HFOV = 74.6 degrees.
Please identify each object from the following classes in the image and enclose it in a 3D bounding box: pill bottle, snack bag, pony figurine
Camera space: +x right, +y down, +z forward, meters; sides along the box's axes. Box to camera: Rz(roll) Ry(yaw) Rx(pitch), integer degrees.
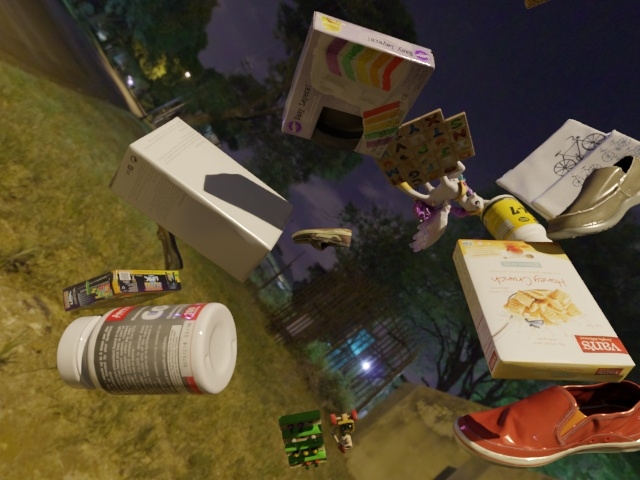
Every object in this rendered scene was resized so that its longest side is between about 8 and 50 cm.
[{"bbox_3d":[0.560,-0.027,1.200,0.209,0.119,0.119,-109,178,-47],"label":"pill bottle"},{"bbox_3d":[-0.314,0.201,0.775,0.161,0.283,0.161,-4,90,-80],"label":"pill bottle"},{"bbox_3d":[0.759,-0.210,1.263,0.037,0.323,0.343,39,13,-40],"label":"snack bag"},{"bbox_3d":[0.459,-0.163,1.650,0.363,0.303,0.351,41,-47,-19],"label":"pony figurine"}]

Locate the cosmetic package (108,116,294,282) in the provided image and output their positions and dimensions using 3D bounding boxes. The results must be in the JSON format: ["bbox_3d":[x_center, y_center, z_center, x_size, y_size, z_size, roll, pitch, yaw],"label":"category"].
[{"bbox_3d":[-0.275,-0.102,1.043,0.385,0.156,0.217,39,34,-10],"label":"cosmetic package"}]

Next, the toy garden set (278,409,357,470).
[{"bbox_3d":[0.003,0.550,1.141,0.049,0.203,0.244,-103,-175,-53],"label":"toy garden set"}]

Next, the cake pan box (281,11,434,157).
[{"bbox_3d":[0.063,-0.302,0.873,0.267,0.245,0.070,122,-22,-53],"label":"cake pan box"}]

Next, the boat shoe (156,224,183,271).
[{"bbox_3d":[-0.412,0.010,1.118,0.056,0.048,0.153,-168,-121,-81],"label":"boat shoe"}]

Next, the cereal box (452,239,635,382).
[{"bbox_3d":[0.310,0.092,0.624,0.240,0.172,0.047,-89,-179,-50],"label":"cereal box"}]

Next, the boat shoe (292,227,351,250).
[{"bbox_3d":[0.000,0.000,0.997,0.056,0.152,0.049,23,65,-60],"label":"boat shoe"}]

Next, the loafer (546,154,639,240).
[{"bbox_3d":[0.469,-0.075,0.718,0.088,0.251,0.094,64,-23,0],"label":"loafer"}]

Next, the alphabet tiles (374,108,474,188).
[{"bbox_3d":[0.323,-0.270,1.306,0.342,0.285,0.011,38,36,-57],"label":"alphabet tiles"}]

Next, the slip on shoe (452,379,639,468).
[{"bbox_3d":[0.378,0.290,0.690,0.123,0.331,0.101,-107,-168,-78],"label":"slip on shoe"}]

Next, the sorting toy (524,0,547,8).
[{"bbox_3d":[0.422,-0.487,0.712,0.132,0.274,0.046,56,31,-36],"label":"sorting toy"}]

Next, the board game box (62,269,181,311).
[{"bbox_3d":[-0.394,0.100,0.850,0.170,0.141,0.048,12,60,-68],"label":"board game box"}]
